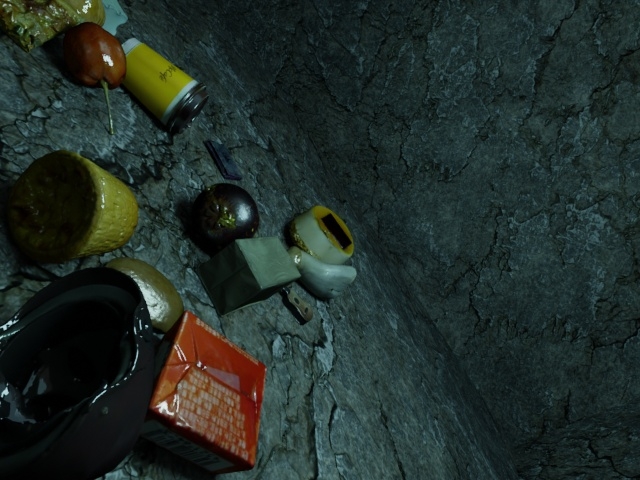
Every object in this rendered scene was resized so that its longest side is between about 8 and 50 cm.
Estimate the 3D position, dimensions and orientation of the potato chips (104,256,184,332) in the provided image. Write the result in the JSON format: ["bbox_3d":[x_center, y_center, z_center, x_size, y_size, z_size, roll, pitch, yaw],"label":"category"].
[{"bbox_3d":[-0.362,0.108,0.877,0.202,0.049,0.150,52,25,-25],"label":"potato chips"}]

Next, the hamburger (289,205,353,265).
[{"bbox_3d":[0.000,0.000,1.667,0.276,0.179,0.294,52,24,-1],"label":"hamburger"}]

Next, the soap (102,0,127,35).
[{"bbox_3d":[-0.781,-0.833,1.353,0.290,0.095,0.173,58,19,10],"label":"soap"}]

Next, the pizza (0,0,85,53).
[{"bbox_3d":[-0.732,-0.565,1.024,0.292,0.058,0.197,3,72,-46],"label":"pizza"}]

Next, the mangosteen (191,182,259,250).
[{"bbox_3d":[-0.265,-0.063,1.191,0.192,0.192,0.217,55,-1,2],"label":"mangosteen"}]

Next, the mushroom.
[{"bbox_3d":[-0.018,0.109,1.493,0.328,0.159,0.122,32,-5,-41],"label":"mushroom"}]

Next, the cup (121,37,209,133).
[{"bbox_3d":[-0.505,-0.489,1.316,0.279,0.196,0.196,40,24,-17],"label":"cup"}]

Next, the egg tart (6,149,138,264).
[{"bbox_3d":[-0.441,-0.050,0.770,0.203,0.202,0.147,60,8,14],"label":"egg tart"}]

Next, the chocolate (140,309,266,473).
[{"bbox_3d":[-0.225,0.297,0.802,0.237,0.108,0.235,43,24,-26],"label":"chocolate"}]

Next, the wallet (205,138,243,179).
[{"bbox_3d":[-0.358,-0.297,1.546,0.166,0.030,0.111,60,16,10],"label":"wallet"}]

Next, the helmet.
[{"bbox_3d":[-0.333,0.197,0.579,0.305,0.224,0.177,-91,170,-52],"label":"helmet"}]

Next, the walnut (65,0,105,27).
[{"bbox_3d":[-0.718,-0.688,1.180,0.197,0.165,0.165,46,22,-21],"label":"walnut"}]

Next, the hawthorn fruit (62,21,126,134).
[{"bbox_3d":[-0.585,-0.430,1.101,0.165,0.165,0.286,9,62,-63],"label":"hawthorn fruit"}]

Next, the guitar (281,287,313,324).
[{"bbox_3d":[-0.119,0.159,1.343,0.271,0.038,0.084,52,20,-14],"label":"guitar"}]

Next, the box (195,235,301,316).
[{"bbox_3d":[-0.191,0.088,1.140,0.156,0.148,0.231,59,20,10],"label":"box"}]
